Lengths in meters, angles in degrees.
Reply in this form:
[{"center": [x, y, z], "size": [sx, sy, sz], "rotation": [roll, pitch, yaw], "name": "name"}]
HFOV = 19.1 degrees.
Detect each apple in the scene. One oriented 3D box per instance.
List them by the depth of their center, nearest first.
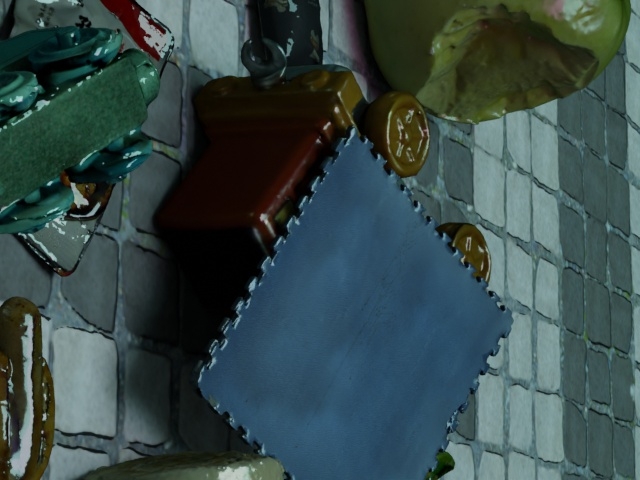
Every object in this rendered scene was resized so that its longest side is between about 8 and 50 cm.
[{"center": [0.178, -0.249, 1.923], "size": [0.279, 0.279, 0.279], "rotation": [21, 66, -59], "name": "apple"}]

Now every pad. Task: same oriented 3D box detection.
[{"center": [0.035, 0.087, 1.540], "size": [0.269, 0.012, 0.270], "rotation": [50, 59, -31], "name": "pad"}]

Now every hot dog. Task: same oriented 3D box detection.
[{"center": [-0.213, 0.112, 1.307], "size": [0.090, 0.060, 0.140], "rotation": [34, 51, -60], "name": "hot dog"}]

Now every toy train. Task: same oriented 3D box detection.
[{"center": [-0.203, -0.074, 1.251], "size": [0.198, 0.154, 0.107], "rotation": [-36, 117, -40], "name": "toy train"}, {"center": [0.000, 0.000, 1.625], "size": [0.232, 0.163, 0.369], "rotation": [-53, 129, -37], "name": "toy train"}]

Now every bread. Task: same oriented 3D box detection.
[{"center": [-0.092, 0.228, 1.410], "size": [0.134, 0.148, 0.141], "rotation": [-13, 96, -58], "name": "bread"}]

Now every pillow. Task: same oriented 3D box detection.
[{"center": [-0.028, -0.213, 1.731], "size": [0.090, 0.048, 0.150], "rotation": [12, 69, -69], "name": "pillow"}]

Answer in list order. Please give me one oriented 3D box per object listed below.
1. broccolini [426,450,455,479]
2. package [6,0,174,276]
[{"center": [0.084, 0.266, 1.831], "size": [0.254, 0.057, 0.071], "rotation": [-38, 160, -55], "name": "broccolini"}, {"center": [-0.192, -0.110, 1.422], "size": [0.154, 0.030, 0.239], "rotation": [49, 45, -40], "name": "package"}]
